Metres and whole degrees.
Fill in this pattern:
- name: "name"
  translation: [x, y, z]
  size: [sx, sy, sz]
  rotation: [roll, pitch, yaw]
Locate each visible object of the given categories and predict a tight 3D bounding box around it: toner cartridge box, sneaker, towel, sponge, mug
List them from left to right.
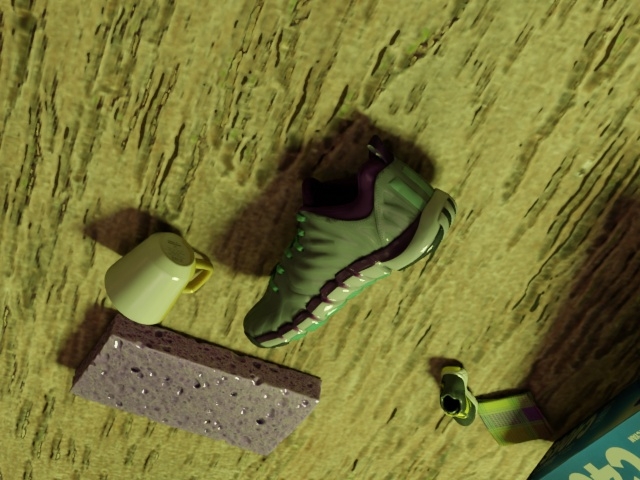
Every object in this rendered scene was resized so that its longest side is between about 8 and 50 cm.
- name: "mug"
  translation: [-0.131, 0.023, 1.047]
  size: [0.062, 0.078, 0.064]
  rotation: [47, 123, 2]
- name: "sponge"
  translation: [-0.118, 0.138, 1.196]
  size: [0.210, 0.031, 0.117]
  rotation: [21, 138, -18]
- name: "sneaker"
  translation: [0.000, 0.000, 0.997]
  size: [0.098, 0.083, 0.224]
  rotation: [46, 124, -13]
- name: "sneaker"
  translation: [0.124, 0.151, 1.179]
  size: [0.031, 0.035, 0.083]
  rotation: [2, 139, 24]
- name: "towel"
  translation: [0.187, 0.172, 1.221]
  size: [0.060, 0.009, 0.083]
  rotation: [-14, 136, 23]
- name: "toner cartridge box"
  translation: [0.305, 0.203, 1.080]
  size: [0.165, 0.075, 0.348]
  rotation: [39, 154, 7]
